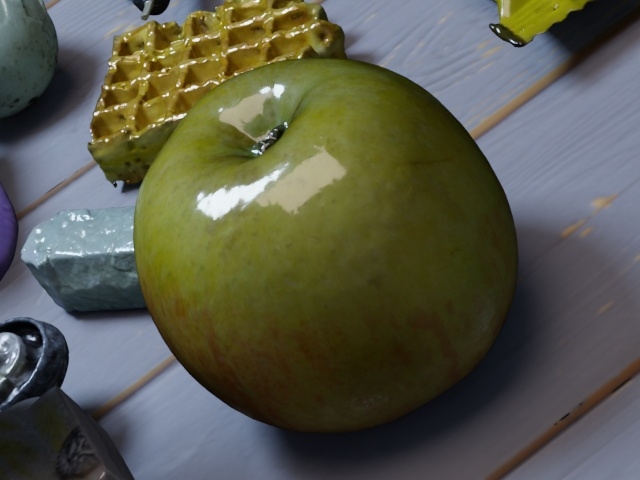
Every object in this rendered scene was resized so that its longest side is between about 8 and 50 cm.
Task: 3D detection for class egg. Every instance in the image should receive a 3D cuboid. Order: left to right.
[{"bbox_3d":[-0.297,-0.176,1.705,0.131,0.131,0.164,-31,29,0],"label":"egg"}]

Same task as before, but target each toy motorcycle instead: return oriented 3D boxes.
[{"bbox_3d":[-0.219,0.193,1.240,0.223,0.108,0.341,-39,38,0],"label":"toy motorcycle"}]

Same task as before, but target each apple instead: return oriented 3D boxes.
[{"bbox_3d":[0.000,0.000,1.240,0.261,0.194,0.261,-21,36,16],"label":"apple"}]

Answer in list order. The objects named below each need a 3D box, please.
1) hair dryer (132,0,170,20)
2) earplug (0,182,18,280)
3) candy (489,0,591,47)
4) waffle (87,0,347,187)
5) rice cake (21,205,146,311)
[{"bbox_3d":[-0.146,-0.240,1.700,0.124,0.071,0.219,-21,28,14],"label":"hair dryer"},{"bbox_3d":[-0.377,0.128,1.224,0.456,0.215,0.215,-59,28,25],"label":"earplug"},{"bbox_3d":[0.152,-0.247,1.515,0.187,0.081,0.297,-35,37,-9],"label":"candy"},{"bbox_3d":[-0.076,-0.136,1.565,0.211,0.055,0.160,-17,38,18],"label":"waffle"},{"bbox_3d":[-0.127,0.011,1.420,0.206,0.069,0.063,-6,43,31],"label":"rice cake"}]
